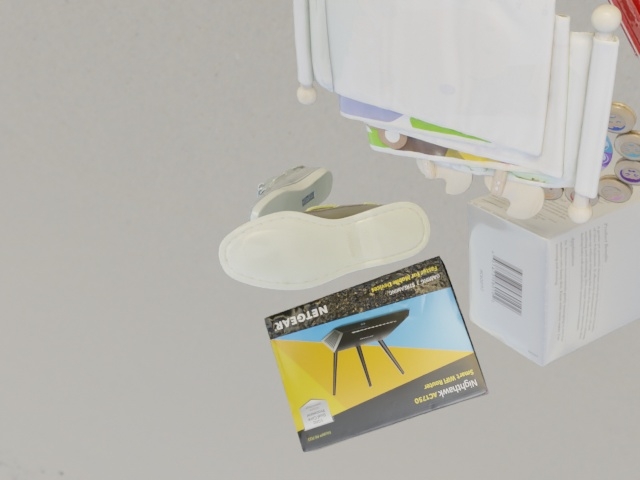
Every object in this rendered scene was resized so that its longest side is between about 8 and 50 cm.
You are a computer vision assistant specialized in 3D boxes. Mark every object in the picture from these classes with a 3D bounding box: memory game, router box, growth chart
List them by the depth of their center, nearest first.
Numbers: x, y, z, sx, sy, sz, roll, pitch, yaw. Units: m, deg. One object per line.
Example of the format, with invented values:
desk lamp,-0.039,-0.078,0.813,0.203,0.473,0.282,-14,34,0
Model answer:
growth chart,0.076,-0.106,0.568,0.237,0.021,0.172,24,138,20
router box,0.052,0.107,0.831,0.179,0.133,0.046,-21,165,10
memory game,0.241,-0.094,0.893,0.186,0.012,0.186,23,152,13

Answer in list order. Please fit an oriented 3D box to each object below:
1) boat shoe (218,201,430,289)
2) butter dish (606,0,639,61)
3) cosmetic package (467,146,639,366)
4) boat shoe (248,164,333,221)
boat shoe,0.001,0.005,1.258,0.305,0.109,0.091,-9,-176,-17
butter dish,0.388,-0.272,0.989,0.118,0.160,0.160,-28,96,21
cosmetic package,0.388,0.000,1.206,0.155,0.365,0.197,33,135,51
boat shoe,-0.067,-0.075,1.560,0.081,0.227,0.079,17,121,28
